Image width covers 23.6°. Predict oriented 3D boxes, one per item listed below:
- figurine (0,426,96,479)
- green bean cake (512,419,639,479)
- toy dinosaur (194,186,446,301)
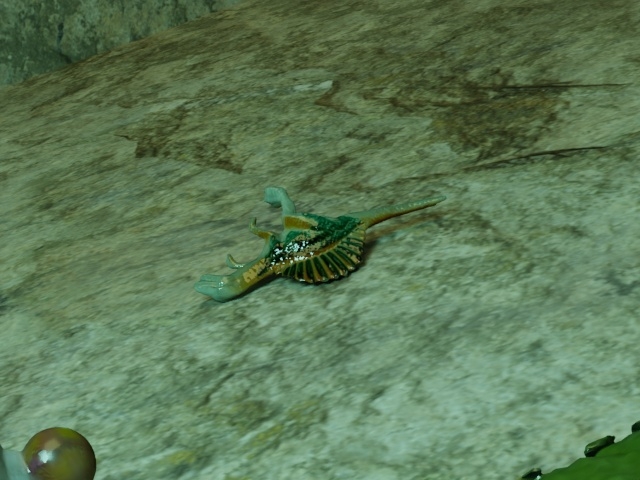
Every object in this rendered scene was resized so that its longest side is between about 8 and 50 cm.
[{"bbox_3d":[-0.189,0.154,0.674,0.193,0.133,0.274,-27,31,-1],"label":"figurine"},{"bbox_3d":[0.187,0.123,0.378,0.247,0.156,0.250,-19,17,-19],"label":"green bean cake"},{"bbox_3d":[0.001,0.003,1.143,0.187,0.044,0.106,0,31,4],"label":"toy dinosaur"}]
